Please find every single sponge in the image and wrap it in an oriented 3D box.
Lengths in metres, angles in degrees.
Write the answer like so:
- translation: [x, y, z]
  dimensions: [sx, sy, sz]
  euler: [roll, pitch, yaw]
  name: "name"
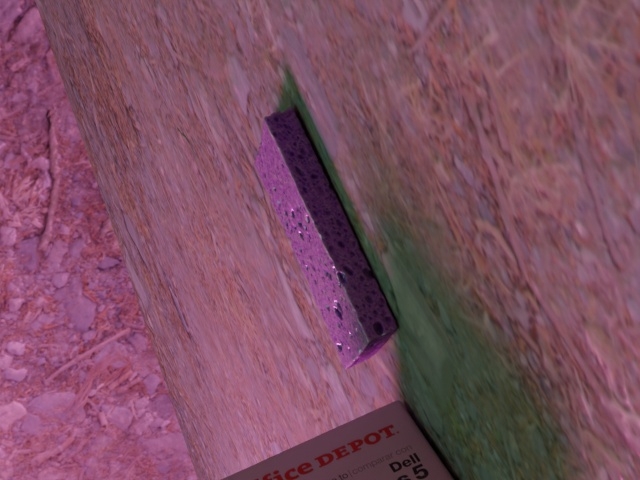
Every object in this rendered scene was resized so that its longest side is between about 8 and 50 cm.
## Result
- translation: [0.000, 0.000, 1.213]
  dimensions: [0.210, 0.031, 0.117]
  euler: [65, 166, 11]
  name: "sponge"

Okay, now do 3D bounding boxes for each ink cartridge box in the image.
- translation: [0.043, 0.287, 1.142]
  dimensions: [0.273, 0.198, 0.114]
  euler: [54, 161, 43]
  name: "ink cartridge box"
